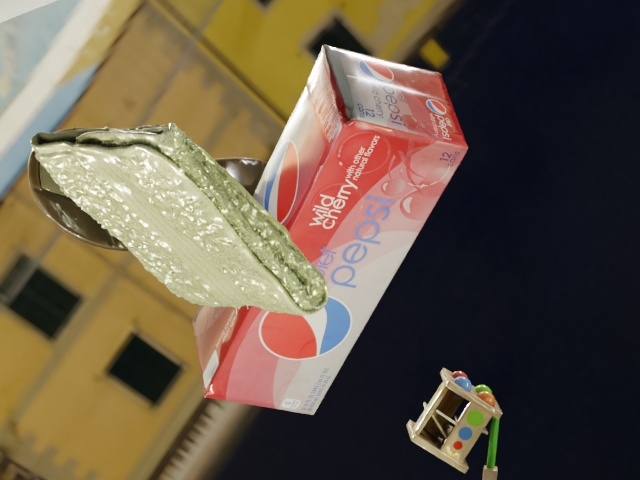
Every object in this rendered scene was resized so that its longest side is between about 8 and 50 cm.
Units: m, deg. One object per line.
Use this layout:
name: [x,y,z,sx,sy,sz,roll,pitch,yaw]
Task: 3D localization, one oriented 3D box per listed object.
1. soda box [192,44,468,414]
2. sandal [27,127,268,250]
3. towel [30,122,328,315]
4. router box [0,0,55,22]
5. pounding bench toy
soda box: [0.000,0.000,1.082,0.083,0.092,0.263,-103,-148,-47]
sandal: [-0.125,-0.035,1.200,0.060,0.219,0.090,-7,-96,53]
towel: [-0.071,-0.009,0.802,0.110,0.148,0.027,1,-124,43]
router box: [-0.090,-0.246,0.553,0.335,0.301,0.082,-28,-136,-31]
pounding bench toy: [0.124,0.151,1.285,0.065,0.083,0.052,-57,-175,6]
